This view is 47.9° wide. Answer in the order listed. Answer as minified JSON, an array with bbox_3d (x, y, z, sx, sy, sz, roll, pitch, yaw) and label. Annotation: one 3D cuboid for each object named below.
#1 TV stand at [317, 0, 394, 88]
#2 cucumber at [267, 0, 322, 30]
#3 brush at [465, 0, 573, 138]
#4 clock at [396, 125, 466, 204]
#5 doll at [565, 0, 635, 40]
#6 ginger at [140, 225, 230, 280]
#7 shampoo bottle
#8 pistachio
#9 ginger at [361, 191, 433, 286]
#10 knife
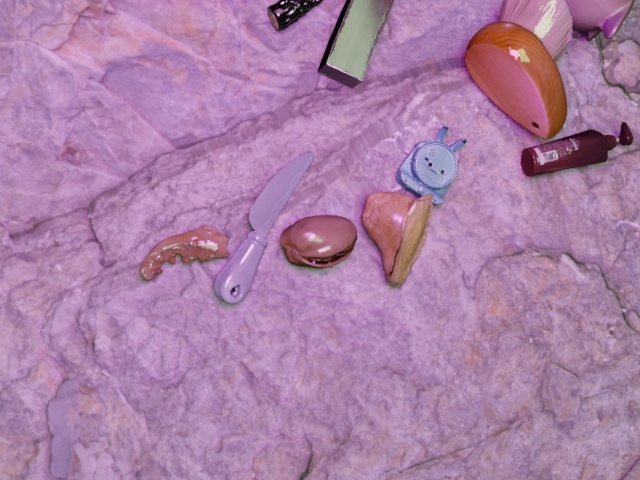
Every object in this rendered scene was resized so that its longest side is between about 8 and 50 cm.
[{"bbox_3d":[0.085,-0.434,1.369,0.082,0.088,0.270,23,88,-10],"label":"TV stand"},{"bbox_3d":[-0.021,-0.470,1.365,0.187,0.058,0.058,-42,99,-6],"label":"cucumber"},{"bbox_3d":[0.416,-0.339,1.407,0.166,0.174,0.267,-47,112,-15],"label":"brush"},{"bbox_3d":[0.226,-0.153,1.429,0.108,0.045,0.147,33,85,-12],"label":"clock"},{"bbox_3d":[0.472,-0.572,1.379,0.370,0.215,0.226,42,99,-8],"label":"doll"},{"bbox_3d":[-0.254,0.020,1.342,0.173,0.051,0.070,-16,100,-4],"label":"ginger"},{"bbox_3d":[0.528,-0.187,1.477,0.236,0.067,0.068,-14,104,-11],"label":"shampoo bottle"},{"bbox_3d":[0.000,0.000,1.366,0.149,0.113,0.113,-11,94,-26],"label":"pistachio"},{"bbox_3d":[0.134,-0.005,1.401,0.122,0.115,0.193,16,106,17],"label":"ginger"},{"bbox_3d":[-0.109,-0.036,1.360,0.080,0.044,0.331,32,82,-43],"label":"knife"}]
